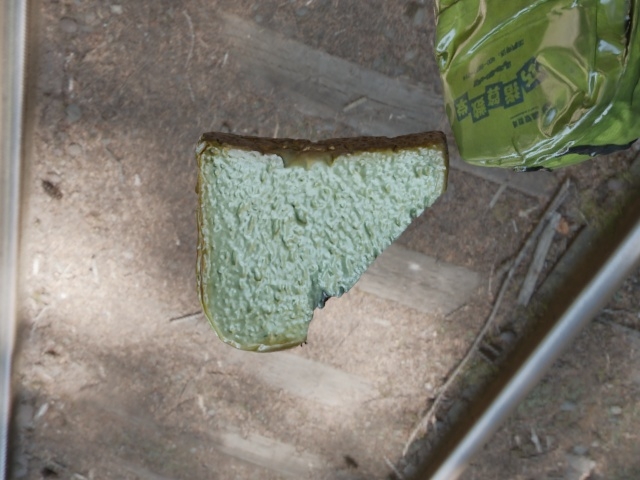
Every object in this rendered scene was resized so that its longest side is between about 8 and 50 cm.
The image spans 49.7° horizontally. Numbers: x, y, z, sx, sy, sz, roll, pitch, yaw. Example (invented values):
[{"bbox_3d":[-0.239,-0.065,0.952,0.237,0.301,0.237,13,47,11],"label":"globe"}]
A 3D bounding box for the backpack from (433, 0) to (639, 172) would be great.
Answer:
[{"bbox_3d":[0.184,-0.177,0.559,0.140,0.253,0.207,8,167,-31],"label":"backpack"}]

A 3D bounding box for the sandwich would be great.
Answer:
[{"bbox_3d":[0.000,-0.001,0.790,0.289,0.099,0.254,-3,103,-1],"label":"sandwich"}]
